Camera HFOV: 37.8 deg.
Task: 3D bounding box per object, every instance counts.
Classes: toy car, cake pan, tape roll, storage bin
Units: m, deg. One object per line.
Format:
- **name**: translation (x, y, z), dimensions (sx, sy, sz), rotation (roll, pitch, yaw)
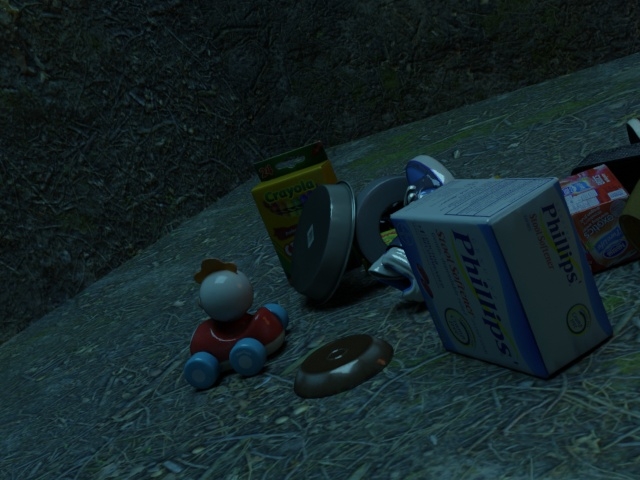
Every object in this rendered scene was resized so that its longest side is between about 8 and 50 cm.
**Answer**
- **toy car**: translation (-0.205, 0.146, 1.961), dimensions (0.210, 0.238, 0.219), rotation (-18, 14, 20)
- **cake pan**: translation (0.000, 0.000, 2.137), dimensions (0.054, 0.293, 0.293), rotation (13, 3, -18)
- **tape roll**: translation (0.174, -0.036, 2.084), dimensions (0.219, 0.219, 0.072), rotation (-25, 12, -8)
- **storage bin**: translation (0.616, -0.121, 1.893), dimensions (0.180, 0.122, 0.084), rotation (-10, 19, 43)

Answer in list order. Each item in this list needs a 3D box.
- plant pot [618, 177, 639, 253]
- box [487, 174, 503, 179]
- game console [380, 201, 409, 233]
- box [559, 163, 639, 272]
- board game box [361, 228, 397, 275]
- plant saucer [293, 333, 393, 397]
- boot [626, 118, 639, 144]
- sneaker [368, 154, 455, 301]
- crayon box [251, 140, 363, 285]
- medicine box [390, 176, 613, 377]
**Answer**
- **plant pot**: translation (0.630, -0.080, 1.556), dimensions (0.254, 0.237, 0.237), rotation (-39, 16, -8)
- **box**: translation (0.415, -0.128, 2.459), dimensions (0.136, 0.028, 0.081), rotation (-25, 13, 4)
- **game console**: translation (0.213, -0.095, 2.599), dimensions (0.213, 0.044, 0.361), rotation (-33, 15, -14)
- **box**: translation (0.513, -0.043, 1.759), dimensions (0.128, 0.123, 0.257), rotation (-20, 14, 12)
- **board game box**: translation (0.165, 0.021, 2.256), dimensions (0.092, 0.043, 0.181), rotation (-18, 14, 20)
- **plant saucer**: translation (0.036, 0.221, 1.714), dimensions (0.198, 0.036, 0.198), rotation (-22, 14, 6)
- **boot**: translation (0.813, -0.244, 2.134), dimensions (0.176, 0.088, 0.244), rotation (-22, 22, 3)
- **sneaker**: translation (0.185, -0.020, 1.911), dimensions (0.236, 0.323, 0.130), rotation (-22, -32, -12)
- **crayon box**: translation (-0.038, -0.065, 2.326), dimensions (0.202, 0.319, 0.081), rotation (-18, 13, 22)
- **medicine box**: translation (0.280, 0.049, 1.485), dimensions (0.149, 0.264, 0.289), rotation (-29, 14, -20)
